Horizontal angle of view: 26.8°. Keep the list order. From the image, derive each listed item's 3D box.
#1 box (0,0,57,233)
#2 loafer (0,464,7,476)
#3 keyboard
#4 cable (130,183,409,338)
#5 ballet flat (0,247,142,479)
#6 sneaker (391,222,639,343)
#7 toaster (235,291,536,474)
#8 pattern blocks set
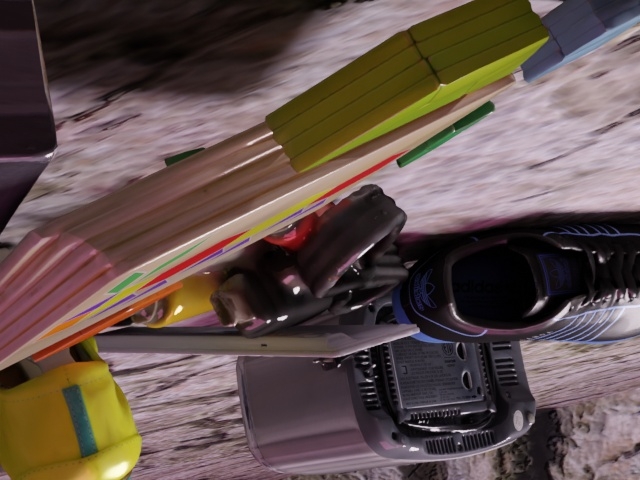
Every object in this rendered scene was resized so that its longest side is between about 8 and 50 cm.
[{"bbox_3d":[-0.236,-0.001,0.406,0.242,0.077,0.307,-6,165,-26],"label":"box"},{"bbox_3d":[-0.263,0.158,0.859,0.267,0.084,0.096,-26,-169,-23],"label":"loafer"},{"bbox_3d":[-0.061,0.059,0.801,0.256,0.014,0.072,-3,180,43],"label":"keyboard"},{"bbox_3d":[0.000,0.000,0.729,0.139,0.072,0.287,-32,173,19],"label":"cable"},{"bbox_3d":[-0.145,0.047,0.644,0.077,0.077,0.231,-21,-154,-21],"label":"ballet flat"},{"bbox_3d":[0.166,0.029,0.877,0.232,0.081,0.090,-8,173,-13],"label":"sneaker"},{"bbox_3d":[0.040,0.107,0.994,0.227,0.129,0.146,-1,165,-45],"label":"toaster"},{"bbox_3d":[-0.035,-0.011,0.445,0.324,0.026,0.285,-27,178,-44],"label":"pattern blocks set"}]
